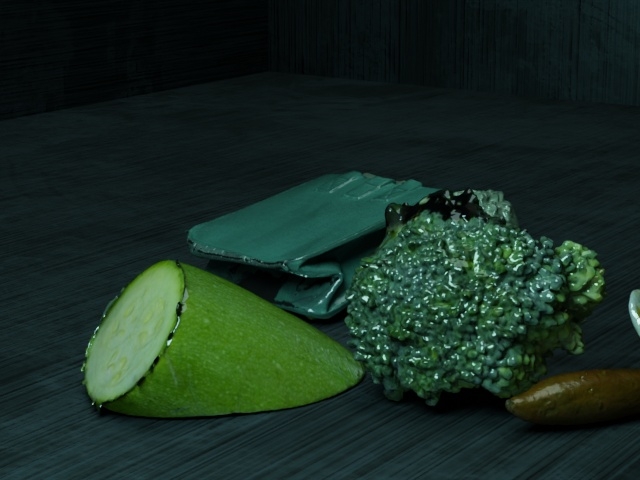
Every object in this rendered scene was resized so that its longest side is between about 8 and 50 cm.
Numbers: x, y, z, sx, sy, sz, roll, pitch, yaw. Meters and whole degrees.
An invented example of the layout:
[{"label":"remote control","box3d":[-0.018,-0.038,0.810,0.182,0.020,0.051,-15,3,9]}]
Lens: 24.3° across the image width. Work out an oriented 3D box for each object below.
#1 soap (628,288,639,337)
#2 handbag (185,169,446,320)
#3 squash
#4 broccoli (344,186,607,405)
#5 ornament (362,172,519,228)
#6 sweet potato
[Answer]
[{"label":"soap","box3d":[0.483,0.103,1.291,0.335,0.156,0.293,-6,50,-20]},{"label":"handbag","box3d":[-0.001,0.005,1.920,0.274,0.100,0.268,-28,23,-35]},{"label":"squash","box3d":[-0.099,0.147,1.584,0.260,0.189,0.189,33,-4,-30]},{"label":"broccoli","box3d":[0.167,0.061,1.567,0.263,0.247,0.243,-34,-30,12]},{"label":"ornament","box3d":[0.152,-0.023,2.054,0.130,0.120,0.285,-28,27,-35]},{"label":"sweet potato","box3d":[0.296,0.154,1.489,0.264,0.057,0.057,-2,14,-26]}]
